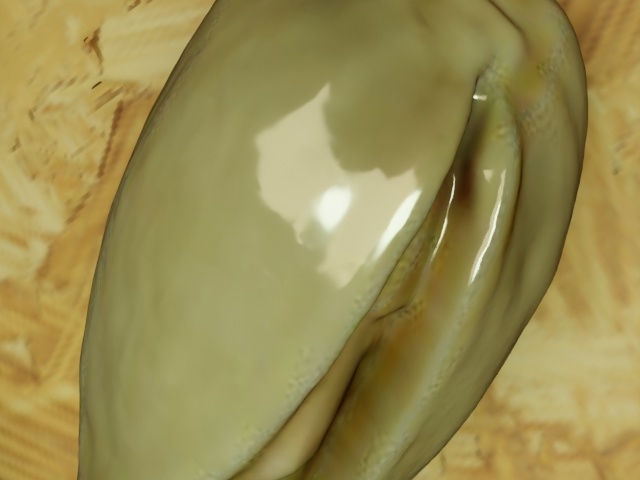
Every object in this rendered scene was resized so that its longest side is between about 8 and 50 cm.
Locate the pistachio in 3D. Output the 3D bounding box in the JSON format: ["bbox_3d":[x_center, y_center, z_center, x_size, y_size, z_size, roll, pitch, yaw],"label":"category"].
[{"bbox_3d":[0.000,0.000,0.528,0.144,0.144,0.215,37,108,19],"label":"pistachio"}]
